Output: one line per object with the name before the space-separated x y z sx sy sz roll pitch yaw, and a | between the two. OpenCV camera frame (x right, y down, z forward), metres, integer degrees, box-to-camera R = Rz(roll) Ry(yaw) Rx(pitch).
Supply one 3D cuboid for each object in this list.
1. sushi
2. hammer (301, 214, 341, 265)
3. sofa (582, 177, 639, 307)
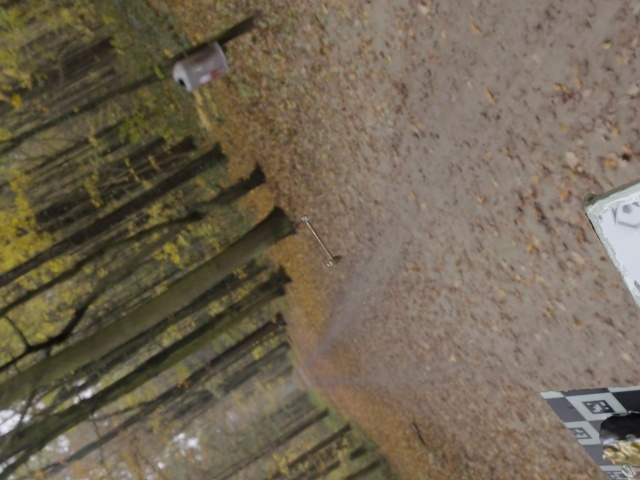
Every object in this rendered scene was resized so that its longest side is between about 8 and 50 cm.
sushi | 0.328 0.210 0.608 0.192 0.050 0.215 -15 129 40
hammer | 0.000 0.000 1.161 0.123 0.029 0.014 55 -178 -37
sofa | 0.547 -0.028 1.008 0.210 0.176 0.225 61 151 6
